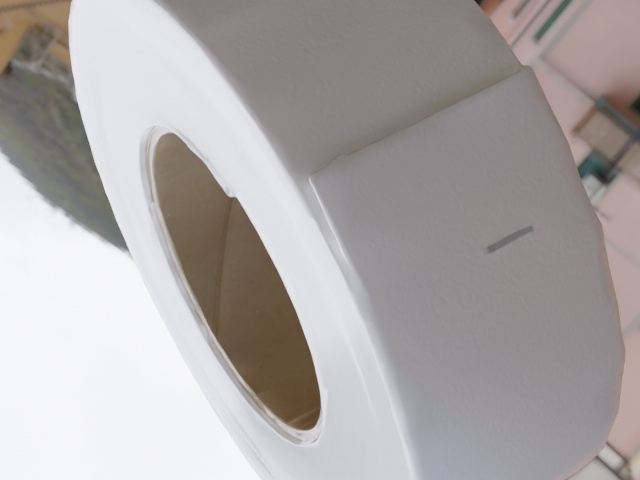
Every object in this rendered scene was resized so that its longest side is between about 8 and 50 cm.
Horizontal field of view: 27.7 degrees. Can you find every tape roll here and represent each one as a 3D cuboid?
[{"bbox_3d":[0.000,0.000,0.562,0.286,0.100,0.286,50,156,32],"label":"tape roll"}]
